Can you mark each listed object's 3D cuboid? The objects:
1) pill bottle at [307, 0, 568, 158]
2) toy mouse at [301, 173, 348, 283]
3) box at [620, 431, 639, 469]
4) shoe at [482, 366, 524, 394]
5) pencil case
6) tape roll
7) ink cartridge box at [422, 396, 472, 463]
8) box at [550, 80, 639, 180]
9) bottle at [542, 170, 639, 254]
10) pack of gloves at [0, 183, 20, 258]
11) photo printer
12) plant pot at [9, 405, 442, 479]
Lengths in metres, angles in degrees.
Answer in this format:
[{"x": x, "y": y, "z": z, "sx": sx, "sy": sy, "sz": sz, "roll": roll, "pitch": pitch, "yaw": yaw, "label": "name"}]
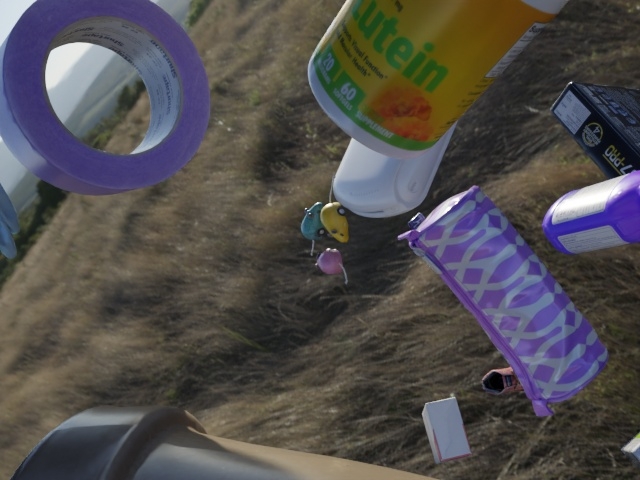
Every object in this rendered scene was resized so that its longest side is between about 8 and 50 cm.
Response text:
[{"x": 0.106, "y": -0.192, "z": 0.465, "sx": 0.245, "sy": 0.136, "sz": 0.136, "roll": -48, "pitch": 23, "yaw": 40, "label": "pill bottle"}, {"x": 0.000, "y": 0.000, "z": 0.922, "sx": 0.143, "sy": 0.031, "sz": 0.161, "roll": -38, "pitch": 63, "yaw": 60, "label": "toy mouse"}, {"x": 0.411, "y": 0.176, "z": 0.578, "sx": 0.203, "sy": 0.114, "sz": 0.103, "roll": -44, "pitch": 63, "yaw": 2, "label": "box"}, {"x": 0.424, "y": 0.293, "z": 1.256, "sx": 0.178, "sy": 0.081, "sz": 0.063, "roll": -31, "pitch": 66, "yaw": 56, "label": "shoe"}, {"x": 0.163, "y": 0.047, "z": 0.537, "sx": 0.088, "sy": 0.206, "sz": 0.086, "roll": -37, "pitch": -5, "yaw": -28, "label": "pencil case"}, {"x": -0.208, "y": -0.139, "z": 0.576, "sx": 0.080, "sy": 0.189, "sz": 0.189, "roll": -2, "pitch": 55, "yaw": 52, "label": "tape roll"}, {"x": 0.265, "y": 0.410, "z": 1.273, "sx": 0.067, "sy": 0.198, "sz": 0.115, "roll": -14, "pitch": 66, "yaw": 2, "label": "ink cartridge box"}, {"x": 0.740, "y": -0.189, "z": 1.312, "sx": 0.395, "sy": 0.318, "sz": 0.097, "roll": 64, "pitch": 146, "yaw": 33, "label": "box"}, {"x": 0.473, "y": -0.049, "z": 0.913, "sx": 0.118, "sy": 0.092, "sz": 0.283, "roll": -43, "pitch": 7, "yaw": -21, "label": "bottle"}, {"x": -0.348, "y": -0.032, "z": 0.437, "sx": 0.046, "sy": 0.232, "sz": 0.195, "roll": 0, "pitch": 35, "yaw": 33, "label": "pack of gloves"}, {"x": 0.155, "y": -0.194, "z": 1.280, "sx": 0.256, "sy": 0.107, "sz": 0.307, "roll": 10, "pitch": 74, "yaw": 61, "label": "photo printer"}, {"x": -0.026, "y": 0.220, "z": 0.336, "sx": 0.229, "sy": 0.263, "sz": 0.263, "roll": -7, "pitch": 39, "yaw": 7, "label": "plant pot"}]
